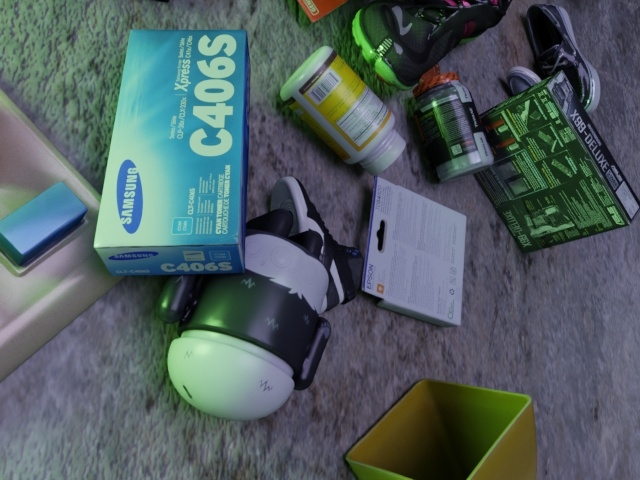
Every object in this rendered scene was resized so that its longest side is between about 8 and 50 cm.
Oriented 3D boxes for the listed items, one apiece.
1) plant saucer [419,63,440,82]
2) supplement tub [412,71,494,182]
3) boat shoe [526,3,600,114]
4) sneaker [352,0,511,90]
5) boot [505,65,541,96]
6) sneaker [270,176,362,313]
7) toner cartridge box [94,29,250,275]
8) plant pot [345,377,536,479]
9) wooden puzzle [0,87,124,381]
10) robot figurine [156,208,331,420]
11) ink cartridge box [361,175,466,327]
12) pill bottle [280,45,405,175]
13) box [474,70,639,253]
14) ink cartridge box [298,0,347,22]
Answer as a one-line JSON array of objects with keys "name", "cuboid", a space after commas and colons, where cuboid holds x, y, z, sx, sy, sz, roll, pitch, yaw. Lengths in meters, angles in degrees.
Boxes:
[{"name": "plant saucer", "cuboid": [0.214, -0.358, 1.237, 0.083, 0.013, 0.084, 11, 69, -32]}, {"name": "supplement tub", "cuboid": [0.250, -0.217, 1.155, 0.116, 0.117, 0.191, -15, 86, -36]}, {"name": "boat shoe", "cuboid": [0.580, -0.442, 1.456, 0.102, 0.108, 0.302, -5, 77, -35]}, {"name": "sneaker", "cuboid": [0.231, -0.445, 1.142, 0.185, 0.202, 0.483, 50, 52, -5]}, {"name": "boot", "cuboid": [0.485, -0.306, 1.371, 0.190, 0.069, 0.086, 42, 54, -19]}, {"name": "sneaker", "cuboid": [0.000, 0.000, 0.951, 0.121, 0.079, 0.217, -16, 93, -40]}, {"name": "toner cartridge box", "cuboid": [-0.177, -0.126, 0.777, 0.165, 0.075, 0.348, -2, 60, -2]}, {"name": "plant pot", "cuboid": [0.205, 0.359, 0.911, 0.212, 0.212, 0.187, -34, 109, -36]}, {"name": "wooden puzzle", "cuboid": [-0.414, -0.021, 0.665, 0.348, 0.080, 0.322, 51, 54, -11]}, {"name": "robot figurine", "cuboid": [-0.091, 0.097, 0.798, 0.209, 0.174, 0.278, 16, 63, 6]}, {"name": "ink cartridge box", "cuboid": [0.162, 0.022, 1.067, 0.223, 0.045, 0.224, 22, 64, -27]}, {"name": "pill bottle", "cuboid": [0.043, -0.212, 1.012, 0.215, 0.117, 0.117, 43, 57, -17]}, {"name": "box", "cuboid": [0.437, -0.138, 1.183, 0.076, 0.242, 0.308, -40, 99, -35]}, {"name": "ink cartridge box", "cuboid": [0.008, -0.563, 1.055, 0.239, 0.060, 0.275, -38, 98, -21]}]
